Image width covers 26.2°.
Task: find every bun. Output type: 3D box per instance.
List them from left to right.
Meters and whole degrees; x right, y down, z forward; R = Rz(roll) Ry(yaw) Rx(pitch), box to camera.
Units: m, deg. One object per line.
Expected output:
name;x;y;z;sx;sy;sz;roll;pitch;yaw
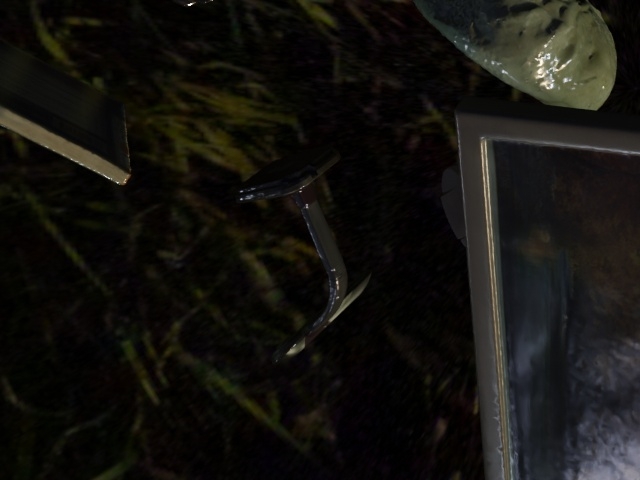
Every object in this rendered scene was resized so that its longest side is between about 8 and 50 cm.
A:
bun;0.186;-0.205;1.251;0.221;0.221;0.108;42;106;6

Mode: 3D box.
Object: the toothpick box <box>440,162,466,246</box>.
toothpick box;0.244;-0.063;1.624;0.180;0.111;0.111;-20;92;-13

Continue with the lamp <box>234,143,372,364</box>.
lamp;0.006;0.002;1.761;0.124;0.203;0.283;6;121;31

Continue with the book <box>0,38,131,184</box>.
book;-0.272;-0.138;1.206;0.228;0.322;0.018;28;99;-14

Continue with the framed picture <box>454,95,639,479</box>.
framed picture;0.154;0.056;0.617;0.184;0.016;0.250;10;128;25

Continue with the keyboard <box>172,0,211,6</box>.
keyboard;-0.031;-0.297;1.239;0.262;0.016;0.106;-25;110;-18
